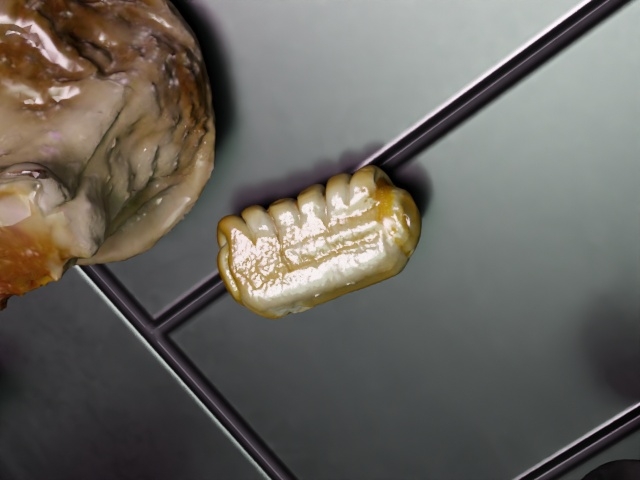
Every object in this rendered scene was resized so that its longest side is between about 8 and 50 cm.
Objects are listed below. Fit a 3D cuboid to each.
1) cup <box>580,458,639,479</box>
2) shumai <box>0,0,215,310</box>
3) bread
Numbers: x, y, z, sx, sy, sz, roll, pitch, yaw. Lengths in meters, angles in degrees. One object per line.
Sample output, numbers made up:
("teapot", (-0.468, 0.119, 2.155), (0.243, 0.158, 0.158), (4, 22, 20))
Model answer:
("cup", (0.194, 0.129, 0.680), (0.223, 0.176, 0.169), (18, 118, 7))
("shumai", (-0.113, -0.035, 0.700), (0.145, 0.116, 0.145), (4, 115, 9))
("bread", (0.000, 0.000, 0.741), (0.088, 0.034, 0.049), (-23, 93, 16))
